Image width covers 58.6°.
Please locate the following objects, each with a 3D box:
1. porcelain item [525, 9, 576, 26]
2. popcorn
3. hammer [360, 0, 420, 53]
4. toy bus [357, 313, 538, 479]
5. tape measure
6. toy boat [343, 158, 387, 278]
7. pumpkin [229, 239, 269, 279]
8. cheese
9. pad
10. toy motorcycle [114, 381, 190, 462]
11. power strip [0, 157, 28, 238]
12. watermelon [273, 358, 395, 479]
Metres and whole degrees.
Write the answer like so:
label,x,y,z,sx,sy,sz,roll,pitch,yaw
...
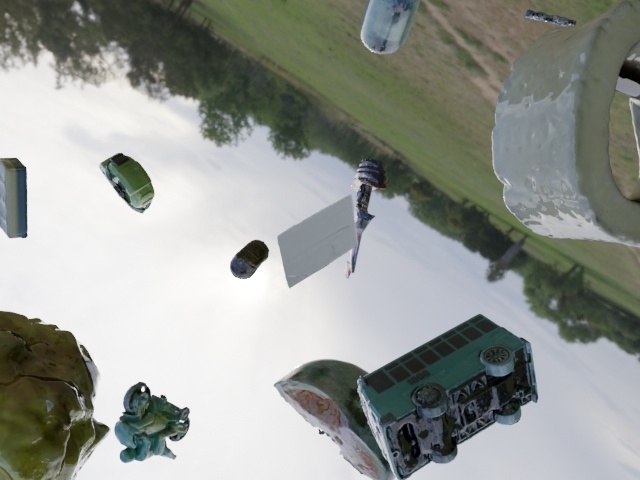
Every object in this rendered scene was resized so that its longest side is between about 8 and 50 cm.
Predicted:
label,x,y,z,sx,sy,sz,roll,pitch,yaw
porcelain item,0.583,-0.547,1.413,0.136,0.021,0.075,8,-159,-11
popcorn,-0.268,0.137,0.454,0.187,0.167,0.185,85,164,-55
hammer,0.126,-0.357,0.808,0.069,0.194,0.116,31,155,7
toy bus,0.185,0.229,0.864,0.147,0.256,0.128,39,150,60
tape measure,-0.515,-0.158,1.540,0.177,0.087,0.154,55,152,-11
toy boat,0.110,-0.073,1.514,0.072,0.318,0.219,9,-155,-10
pumpkin,-0.129,0.033,1.023,0.050,0.083,0.028,40,176,3
cheese,0.407,-0.138,0.758,0.332,0.292,0.153,8,-178,-25
pad,0.000,0.000,1.340,0.232,0.156,0.004,-31,-141,-29
toy motorcycle,-0.455,0.513,1.544,0.109,0.198,0.296,11,154,30
power strip,-0.484,-0.065,0.898,0.032,0.123,0.056,-8,-152,-39
watermelon,0.077,0.344,1.226,0.322,0.175,0.188,39,-124,9
